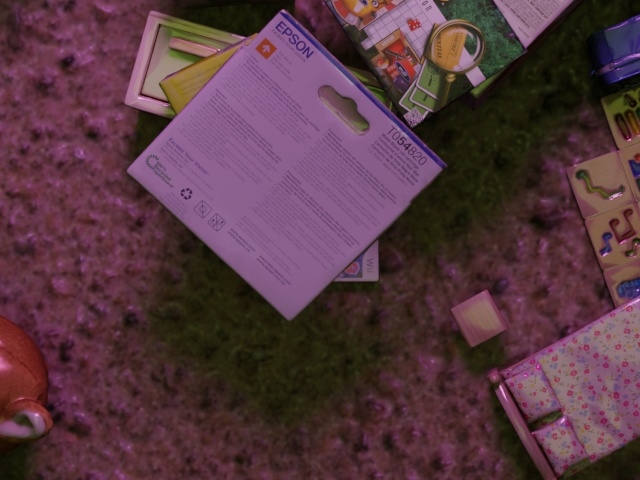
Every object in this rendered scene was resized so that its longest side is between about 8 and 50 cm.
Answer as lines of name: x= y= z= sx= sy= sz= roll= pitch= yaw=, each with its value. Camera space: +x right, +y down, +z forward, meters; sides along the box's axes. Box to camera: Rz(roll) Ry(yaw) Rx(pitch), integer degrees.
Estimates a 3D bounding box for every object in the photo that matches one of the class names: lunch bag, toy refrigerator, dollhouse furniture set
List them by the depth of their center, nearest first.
dollhouse furniture set: x=0.339 y=0.154 z=1.536 sx=0.303 sy=0.174 sz=0.355 roll=-30 pitch=88 yaw=9
lunch bag: x=0.318 y=-0.190 z=1.601 sx=0.098 sy=0.067 sz=0.065 roll=-22 pitch=88 yaw=5
toy refrigerator: x=-0.054 y=-0.147 z=1.615 sx=0.269 sy=0.094 sz=0.102 roll=17 pitch=92 yaw=4

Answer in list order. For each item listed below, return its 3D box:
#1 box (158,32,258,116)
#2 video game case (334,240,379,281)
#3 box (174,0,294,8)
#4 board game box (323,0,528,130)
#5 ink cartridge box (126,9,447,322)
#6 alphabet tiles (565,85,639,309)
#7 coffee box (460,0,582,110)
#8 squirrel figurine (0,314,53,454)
box: x=-0.070 y=-0.101 z=1.554 sx=0.109 sy=0.042 sz=0.178 roll=-23 pitch=103 yaw=15
video game case: x=0.000 y=0.000 z=1.653 sx=0.122 sy=0.011 sz=0.087 roll=-1 pitch=90 yaw=4
box: x=-0.095 y=-0.360 z=1.588 sx=0.126 sy=0.148 sz=0.232 roll=-2 pitch=90 yaw=3
board game box: x=0.069 y=-0.248 z=1.495 sx=0.136 sy=0.030 sz=0.260 roll=-35 pitch=90 yaw=1
ink cartridge box: x=-0.031 y=-0.072 z=1.511 sx=0.223 sy=0.045 sz=0.224 roll=44 pitch=105 yaw=-8
alphabet tiles: x=0.425 y=-0.014 z=1.624 sx=0.285 sy=0.011 sz=0.343 roll=-20 pitch=89 yaw=4
coffee box: x=0.208 y=-0.254 z=1.573 sx=0.098 sy=0.141 sz=0.246 roll=45 pitch=92 yaw=3
squirrel figurine: x=-0.416 y=0.254 z=1.593 sx=0.370 sy=0.281 sz=0.397 roll=-30 pitch=102 yaw=-7
